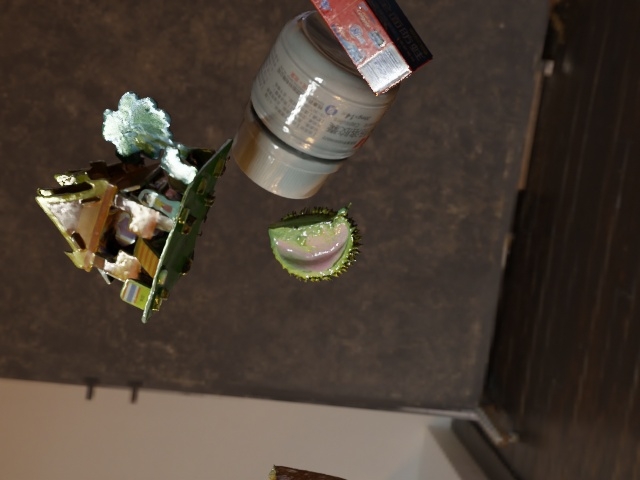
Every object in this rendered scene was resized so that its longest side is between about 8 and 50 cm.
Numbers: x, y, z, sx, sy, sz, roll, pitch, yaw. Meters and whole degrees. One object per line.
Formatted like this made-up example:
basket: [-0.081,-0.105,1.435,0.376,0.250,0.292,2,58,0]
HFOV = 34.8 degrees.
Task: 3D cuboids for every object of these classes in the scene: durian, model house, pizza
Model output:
durian: [0.008,0.001,1.868,0.221,0.095,0.137,-10,100,49]
model house: [-0.368,-0.084,1.899,0.242,0.313,0.357,-66,0,-58]
pizza: [-0.003,0.494,2.009,0.134,0.271,0.056,-9,-77,-63]

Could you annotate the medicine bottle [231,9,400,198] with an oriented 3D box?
medicine bottle: [-0.017,-0.253,1.937,0.306,0.245,0.245,-55,25,35]

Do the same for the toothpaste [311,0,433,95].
toothpaste: [0.014,-0.330,1.243,0.066,0.320,0.076,-31,7,34]
